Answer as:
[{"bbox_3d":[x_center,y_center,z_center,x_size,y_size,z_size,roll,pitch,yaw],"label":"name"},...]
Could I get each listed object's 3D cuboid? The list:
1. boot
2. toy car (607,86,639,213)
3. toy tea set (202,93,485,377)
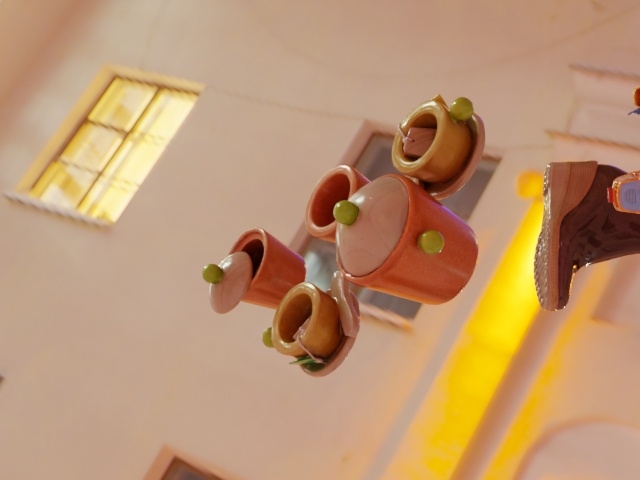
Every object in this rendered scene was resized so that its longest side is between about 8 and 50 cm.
[{"bbox_3d":[0.417,0.000,1.713,0.206,0.248,0.090,11,-25,-1],"label":"boot"},{"bbox_3d":[0.243,-0.071,0.921,0.040,0.060,0.122,-5,-65,1],"label":"toy car"},{"bbox_3d":[0.000,0.000,1.055,0.124,0.200,0.336,26,-45,-31],"label":"toy tea set"}]
